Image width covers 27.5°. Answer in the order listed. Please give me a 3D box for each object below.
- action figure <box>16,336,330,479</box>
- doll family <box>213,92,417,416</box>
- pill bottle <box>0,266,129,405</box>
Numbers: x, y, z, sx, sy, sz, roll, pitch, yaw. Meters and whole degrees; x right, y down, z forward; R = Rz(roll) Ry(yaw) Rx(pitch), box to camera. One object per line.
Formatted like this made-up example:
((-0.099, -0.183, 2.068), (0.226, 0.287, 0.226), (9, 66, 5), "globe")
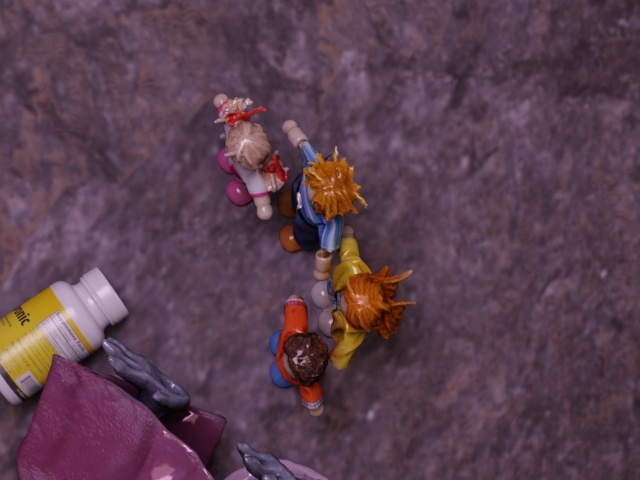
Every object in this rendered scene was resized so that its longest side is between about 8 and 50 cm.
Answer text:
((-0.198, 0.268, 0.999), (0.275, 0.248, 0.370), (32, 94, -46), "action figure")
((0.000, 0.000, 1.027), (0.118, 0.163, 0.263), (-15, 87, -9), "doll family")
((-0.213, 0.073, 1.040), (0.116, 0.065, 0.065), (-35, 90, -10), "pill bottle")
